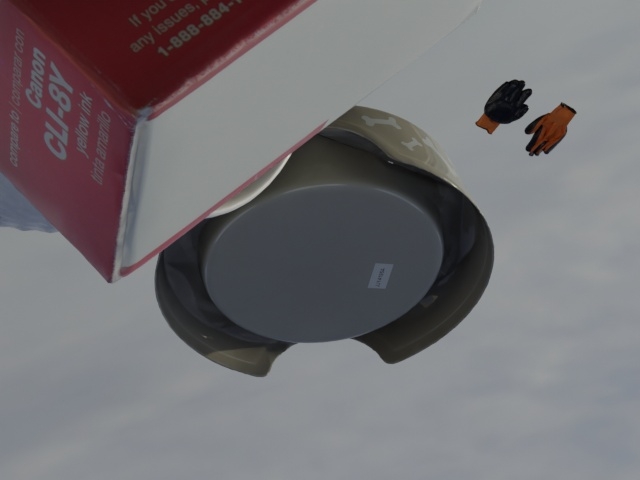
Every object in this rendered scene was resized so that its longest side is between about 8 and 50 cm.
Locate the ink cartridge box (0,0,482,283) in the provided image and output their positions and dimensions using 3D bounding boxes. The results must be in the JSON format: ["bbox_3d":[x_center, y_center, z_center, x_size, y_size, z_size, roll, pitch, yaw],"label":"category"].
[{"bbox_3d":[-0.127,-0.216,0.996,0.279,0.385,0.160,-39,163,-26],"label":"ink cartridge box"}]

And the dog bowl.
[{"bbox_3d":[0.000,0.000,2.016,0.349,0.348,0.102,-15,-132,8],"label":"dog bowl"}]

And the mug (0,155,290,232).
[{"bbox_3d":[-0.248,-0.127,1.541,0.328,0.276,0.374,-5,-167,43],"label":"mug"}]

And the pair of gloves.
[{"bbox_3d":[0.200,-0.119,1.889,0.074,0.083,0.010,-54,-170,41],"label":"pair of gloves"}]
